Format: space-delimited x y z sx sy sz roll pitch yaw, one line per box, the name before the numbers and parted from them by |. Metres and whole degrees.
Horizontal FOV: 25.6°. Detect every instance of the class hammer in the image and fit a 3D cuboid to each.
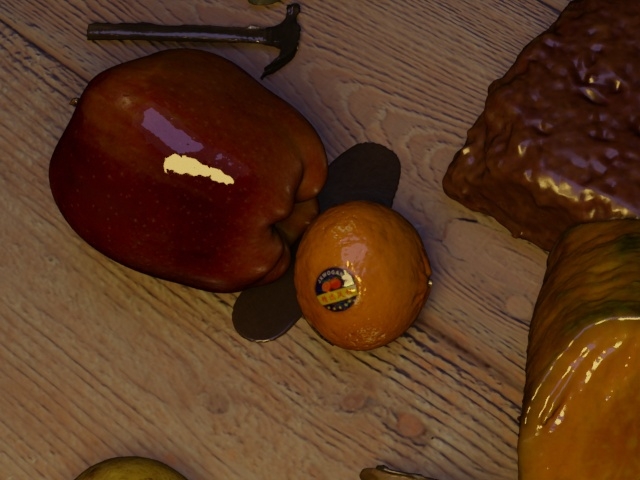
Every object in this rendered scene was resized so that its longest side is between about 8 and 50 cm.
hammer | -0.176 -0.284 1.937 0.297 0.027 0.125 4 61 5

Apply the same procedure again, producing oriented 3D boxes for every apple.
apple | -0.158 -0.081 1.687 0.316 0.288 0.288 28 65 7

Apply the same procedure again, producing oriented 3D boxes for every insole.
insole | 0.000 0.000 1.784 0.111 0.007 0.328 29 66 18

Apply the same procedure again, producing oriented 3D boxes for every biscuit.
biscuit | 0.392 -0.145 1.760 0.342 0.166 0.395 32 65 16

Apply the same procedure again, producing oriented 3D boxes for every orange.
orange | 0.049 0.041 1.662 0.155 0.177 0.178 -19 58 23

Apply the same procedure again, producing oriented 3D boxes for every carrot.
carrot | 0.339 0.139 1.524 0.241 0.241 0.341 9 36 7

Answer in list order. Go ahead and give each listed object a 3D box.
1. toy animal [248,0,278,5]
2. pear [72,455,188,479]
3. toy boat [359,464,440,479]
toy animal | 0.004 -0.410 1.958 0.236 0.138 0.108 -13 32 12
pear | -0.207 0.327 1.509 0.197 0.197 0.197 -1 61 2
toy boat | 0.177 0.329 1.521 0.321 0.121 0.089 15 68 19
